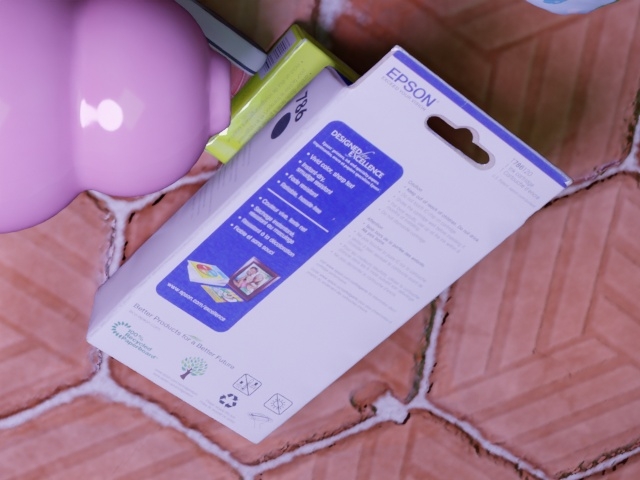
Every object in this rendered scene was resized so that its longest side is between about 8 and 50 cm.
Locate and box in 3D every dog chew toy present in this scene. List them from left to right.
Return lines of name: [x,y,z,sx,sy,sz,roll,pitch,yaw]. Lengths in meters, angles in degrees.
dog chew toy: [-0.221,-0.092,0.970,0.332,0.206,0.206,1,115,-3]

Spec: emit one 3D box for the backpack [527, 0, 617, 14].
backpack: [0.124,-0.286,0.890,0.273,0.290,0.355,-10,138,32]

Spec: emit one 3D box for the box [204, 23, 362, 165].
box: [0.014,-0.060,1.138,0.178,0.042,0.109,38,104,-25]

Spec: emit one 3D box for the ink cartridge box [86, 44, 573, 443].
ink cartridge box: [0.000,0.000,1.104,0.165,0.065,0.333,36,121,-23]

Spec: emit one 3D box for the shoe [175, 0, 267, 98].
shoe: [-0.125,-0.142,1.058,0.178,0.063,0.081,34,99,-28]
